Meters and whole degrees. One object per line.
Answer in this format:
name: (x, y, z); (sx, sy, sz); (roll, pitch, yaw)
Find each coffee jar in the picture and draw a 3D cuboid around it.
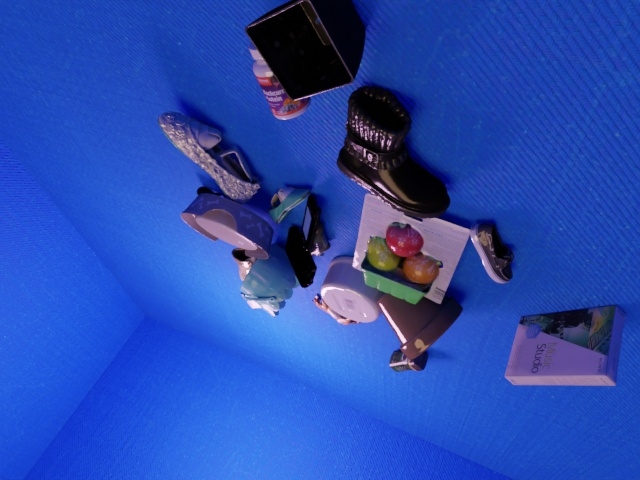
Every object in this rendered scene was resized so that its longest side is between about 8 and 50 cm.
coffee jar: (0.400, 0.542, 2.221); (0.079, 0.096, 0.184); (38, 150, -18)

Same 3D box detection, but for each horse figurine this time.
horse figurine: (0.083, 0.306, 2.177); (0.263, 0.066, 0.174); (29, 144, 7)

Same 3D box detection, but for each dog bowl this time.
dog bowl: (-0.329, -0.053, 1.799); (0.349, 0.102, 0.349); (23, 165, 6)

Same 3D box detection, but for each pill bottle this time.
pill bottle: (-0.104, -0.412, 1.233); (0.108, 0.108, 0.193); (9, 144, 32)

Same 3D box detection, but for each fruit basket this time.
fruit basket: (0.272, 0.027, 1.558); (0.327, 0.165, 0.353); (21, 133, 15)

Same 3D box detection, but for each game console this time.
game console: (-0.058, -0.012, 1.752); (0.361, 0.044, 0.213); (105, 148, -44)

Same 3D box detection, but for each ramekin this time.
ramekin: (0.134, 0.198, 1.903); (0.277, 0.135, 0.277); (22, 149, 14)

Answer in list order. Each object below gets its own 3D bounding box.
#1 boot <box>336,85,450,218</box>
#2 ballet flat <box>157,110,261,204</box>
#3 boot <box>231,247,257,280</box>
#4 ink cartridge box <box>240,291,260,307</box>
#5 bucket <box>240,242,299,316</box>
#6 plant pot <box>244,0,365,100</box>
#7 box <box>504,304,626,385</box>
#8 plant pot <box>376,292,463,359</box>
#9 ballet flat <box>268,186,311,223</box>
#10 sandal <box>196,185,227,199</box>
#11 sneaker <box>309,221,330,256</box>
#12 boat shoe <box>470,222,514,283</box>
boot: (0.202, -0.213, 1.241); (0.348, 0.131, 0.260); (28, 150, 5)
ballet flat: (-0.347, -0.292, 1.634); (0.147, 0.147, 0.409); (-4, 138, 44)
boot: (-0.269, 0.133, 2.203); (0.262, 0.095, 0.203); (20, 147, 22)
ink cartridge box: (-0.258, 0.247, 2.200); (0.181, 0.061, 0.104); (-9, 129, 37)
bucket: (-0.186, 0.159, 2.002); (0.183, 0.281, 0.281); (34, 150, 5)
plant pot: (-0.011, -0.441, 1.053); (0.188, 0.167, 0.187); (-3, 136, 42)
box: (0.728, 0.320, 1.477); (0.058, 0.232, 0.322); (41, 148, -19)
plant pot: (0.328, 0.251, 1.741); (0.229, 0.263, 0.263); (44, 151, 10)
ballet flat: (-0.121, -0.135, 1.691); (0.087, 0.083, 0.247); (49, 146, -3)
sandal: (-0.402, -0.160, 1.910); (0.179, 0.067, 0.040); (32, 138, 2)
sneaker: (0.000, 0.000, 1.810); (0.086, 0.064, 0.192); (17, 146, -7)
boat shoe: (0.511, 0.037, 1.407); (0.076, 0.080, 0.228); (-6, 127, 47)
